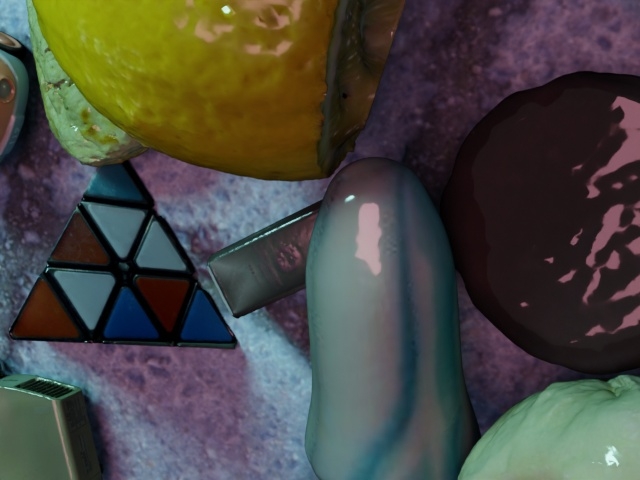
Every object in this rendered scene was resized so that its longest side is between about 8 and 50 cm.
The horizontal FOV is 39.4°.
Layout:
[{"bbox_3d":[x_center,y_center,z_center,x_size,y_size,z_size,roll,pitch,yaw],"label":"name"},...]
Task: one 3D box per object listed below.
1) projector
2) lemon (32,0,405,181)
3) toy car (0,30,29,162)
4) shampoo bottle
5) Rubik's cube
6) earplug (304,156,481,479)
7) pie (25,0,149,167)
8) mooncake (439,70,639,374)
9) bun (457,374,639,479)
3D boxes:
[{"bbox_3d":[-0.421,0.256,1.155,0.270,0.088,0.193,-9,97,19],"label":"projector"},{"bbox_3d":[-0.094,-0.238,0.812,0.364,0.364,0.364,4,102,17],"label":"lemon"},{"bbox_3d":[-0.488,-0.183,1.020,0.271,0.212,0.180,32,109,9],"label":"toy car"},{"bbox_3d":[0.000,0.000,0.971,0.246,0.079,0.080,-26,93,21],"label":"shampoo bottle"},{"bbox_3d":[-0.219,0.100,1.069,0.234,0.284,0.250,23,135,-10],"label":"Rubik's cube"},{"bbox_3d":[0.062,0.074,0.859,0.185,0.185,0.323,5,122,17],"label":"earplug"},{"bbox_3d":[-0.240,-0.211,0.991,0.201,0.090,0.247,-12,90,16],"label":"pie"},{"bbox_3d":[0.262,-0.021,0.851,0.283,0.141,0.282,3,98,26],"label":"mooncake"},{"bbox_3d":[0.302,0.231,0.823,0.361,0.361,0.213,-24,49,21],"label":"bun"}]
